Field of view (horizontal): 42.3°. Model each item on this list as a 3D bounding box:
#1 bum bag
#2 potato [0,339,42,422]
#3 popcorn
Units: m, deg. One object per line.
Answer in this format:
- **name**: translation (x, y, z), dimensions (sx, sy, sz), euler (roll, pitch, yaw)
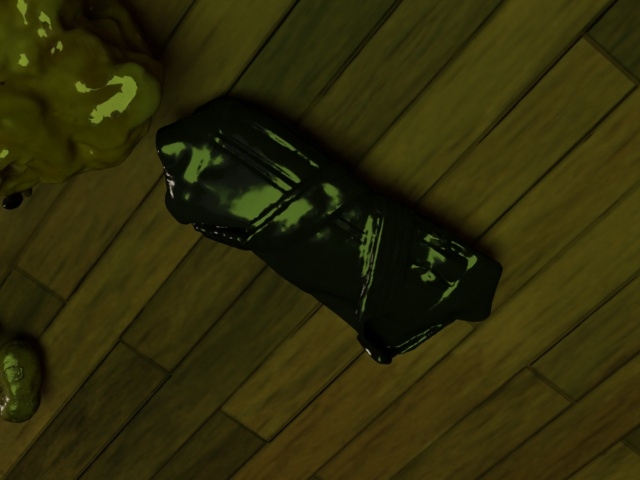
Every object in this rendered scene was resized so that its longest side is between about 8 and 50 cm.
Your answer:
- **bum bag**: translation (0.000, 0.000, 0.703), dimensions (0.326, 0.080, 0.142), euler (32, 113, -8)
- **potato**: translation (-0.304, 0.142, 0.837), dimensions (0.045, 0.046, 0.092), euler (-1, 107, -6)
- **popcorn**: translation (-0.248, -0.119, 0.619), dimensions (0.253, 0.190, 0.191), euler (-20, 105, 21)
